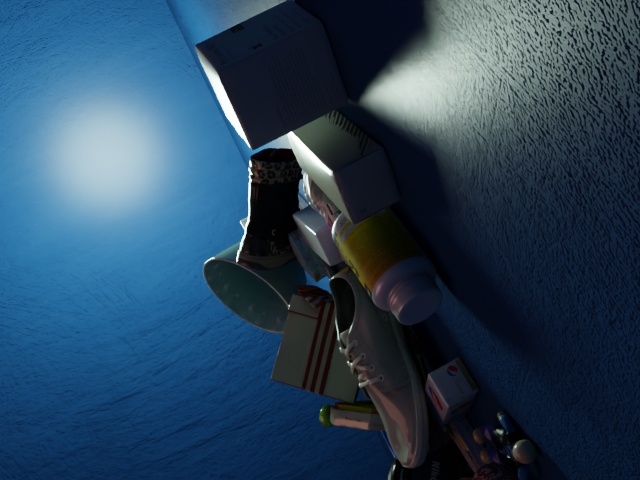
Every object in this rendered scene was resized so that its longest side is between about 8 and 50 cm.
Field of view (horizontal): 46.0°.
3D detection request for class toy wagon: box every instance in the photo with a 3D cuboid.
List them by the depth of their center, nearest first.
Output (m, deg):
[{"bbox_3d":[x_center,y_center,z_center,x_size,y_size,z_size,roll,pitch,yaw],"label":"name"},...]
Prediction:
[{"bbox_3d":[0.177,0.446,1.906,0.344,0.267,0.068,11,-101,-50],"label":"toy wagon"}]

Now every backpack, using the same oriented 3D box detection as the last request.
[{"bbox_3d":[0.000,0.000,1.859,0.166,0.144,0.188,-122,12,-71],"label":"backpack"}]

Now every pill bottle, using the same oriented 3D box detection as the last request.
[{"bbox_3d":[0.114,0.035,1.261,0.215,0.117,0.117,57,171,38],"label":"pill bottle"}]

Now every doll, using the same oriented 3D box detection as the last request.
[{"bbox_3d":[0.317,0.352,1.269,0.189,0.046,0.129,123,129,-75],"label":"doll"}]

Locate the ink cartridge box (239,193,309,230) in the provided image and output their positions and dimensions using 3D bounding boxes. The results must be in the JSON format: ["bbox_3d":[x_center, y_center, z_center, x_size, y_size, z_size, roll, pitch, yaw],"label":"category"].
[{"bbox_3d":[-0.124,-0.045,2.310,0.148,0.203,0.086,54,171,52],"label":"ink cartridge box"}]

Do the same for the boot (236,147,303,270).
[{"bbox_3d":[-0.086,-0.098,1.974,0.138,0.377,0.284,15,110,27],"label":"boot"}]

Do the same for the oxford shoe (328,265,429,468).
[{"bbox_3d":[0.113,0.251,1.569,0.169,0.130,0.449,135,124,-60],"label":"oxford shoe"}]

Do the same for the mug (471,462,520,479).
[{"bbox_3d":[0.319,0.472,1.347,0.169,0.150,0.113,-137,45,-82],"label":"mug"}]

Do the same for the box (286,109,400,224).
[{"bbox_3d":[0.029,-0.143,1.302,0.275,0.094,0.113,51,167,55],"label":"box"}]

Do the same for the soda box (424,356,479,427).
[{"bbox_3d":[0.250,0.298,1.460,0.074,0.069,0.216,60,173,23],"label":"soda box"}]

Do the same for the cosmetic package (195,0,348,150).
[{"bbox_3d":[-0.080,-0.273,1.235,0.151,0.184,0.151,52,168,53],"label":"cosmetic package"}]

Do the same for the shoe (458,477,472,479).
[{"bbox_3d":[0.353,0.538,1.543,0.178,0.063,0.081,34,154,32],"label":"shoe"}]

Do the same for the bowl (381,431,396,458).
[{"bbox_3d":[0.321,0.767,2.650,0.391,0.077,0.391,60,172,14],"label":"bowl"}]

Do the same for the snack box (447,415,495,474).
[{"bbox_3d":[0.318,0.435,1.604,0.141,0.037,0.100,60,174,26],"label":"snack box"}]

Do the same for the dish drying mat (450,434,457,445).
[{"bbox_3d":[0.321,0.454,1.673,0.083,0.032,0.008,56,179,44],"label":"dish drying mat"}]

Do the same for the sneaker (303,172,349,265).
[{"bbox_3d":[0.058,-0.049,1.474,0.252,0.103,0.111,59,170,-20],"label":"sneaker"}]

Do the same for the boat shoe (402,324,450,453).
[{"bbox_3d":[0.203,0.299,1.662,0.112,0.095,0.335,135,125,-69],"label":"boat shoe"}]

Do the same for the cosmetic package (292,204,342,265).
[{"bbox_3d":[0.026,-0.027,1.659,0.085,0.117,0.231,66,173,-16],"label":"cosmetic package"}]

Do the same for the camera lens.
[{"bbox_3d":[0.282,0.601,1.743,0.219,0.219,0.274,56,170,44],"label":"camera lens"}]

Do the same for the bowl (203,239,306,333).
[{"bbox_3d":[-0.163,0.106,2.152,0.311,0.163,0.311,26,149,17],"label":"bowl"}]

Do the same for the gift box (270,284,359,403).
[{"bbox_3d":[0.030,0.261,1.931,0.276,0.255,0.258,86,-160,-83],"label":"gift box"}]
